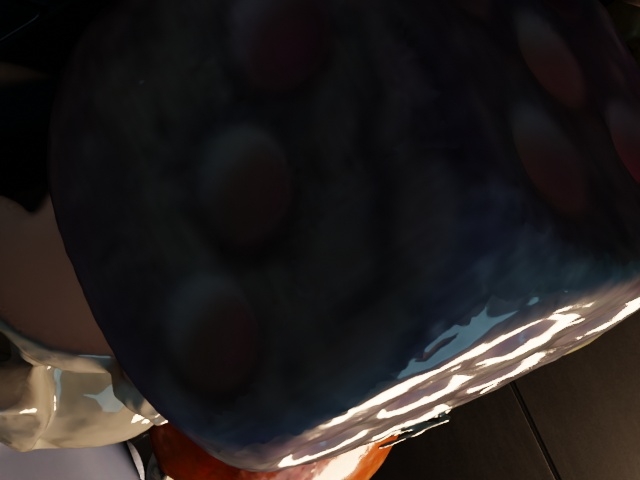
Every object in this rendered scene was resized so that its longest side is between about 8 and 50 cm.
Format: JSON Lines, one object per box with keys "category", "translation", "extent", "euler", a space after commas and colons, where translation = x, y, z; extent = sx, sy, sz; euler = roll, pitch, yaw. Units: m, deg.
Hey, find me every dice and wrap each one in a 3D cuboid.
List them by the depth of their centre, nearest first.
{"category": "dice", "translation": [0.028, -0.037, 1.077], "extent": [0.270, 0.271, 0.270], "euler": [-32, 167, 30]}

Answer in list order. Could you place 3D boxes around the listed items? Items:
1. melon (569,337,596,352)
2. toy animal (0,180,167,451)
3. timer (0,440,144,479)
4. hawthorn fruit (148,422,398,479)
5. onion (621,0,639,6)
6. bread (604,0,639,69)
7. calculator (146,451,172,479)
{"category": "melon", "translation": [0.128, -0.034, 1.360], "extent": [0.272, 0.271, 0.308], "euler": [-33, 170, 37]}
{"category": "toy animal", "translation": [-0.162, 0.058, 1.301], "extent": [0.272, 0.206, 0.265], "euler": [-22, 165, -27]}
{"category": "timer", "translation": [-0.366, 0.321, 2.159], "extent": [0.395, 0.173, 0.395], "euler": [-24, 168, -6]}
{"category": "hawthorn fruit", "translation": [-0.037, 0.144, 1.813], "extent": [0.284, 0.284, 0.284], "euler": [-24, 169, -5]}
{"category": "onion", "translation": [0.260, -0.197, 1.037], "extent": [0.272, 0.195, 0.272], "euler": [-26, 170, -5]}
{"category": "bread", "translation": [0.288, -0.115, 1.510], "extent": [0.124, 0.186, 0.257], "euler": [-20, 161, -1]}
{"category": "calculator", "translation": [-0.133, 0.186, 2.105], "extent": [0.177, 0.040, 0.268], "euler": [-57, 176, -39]}
